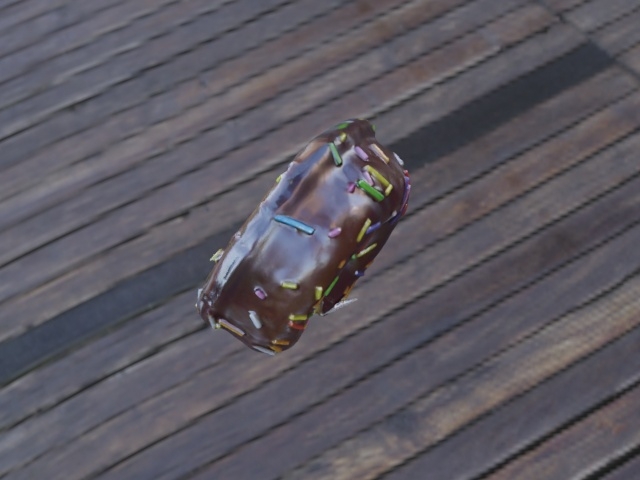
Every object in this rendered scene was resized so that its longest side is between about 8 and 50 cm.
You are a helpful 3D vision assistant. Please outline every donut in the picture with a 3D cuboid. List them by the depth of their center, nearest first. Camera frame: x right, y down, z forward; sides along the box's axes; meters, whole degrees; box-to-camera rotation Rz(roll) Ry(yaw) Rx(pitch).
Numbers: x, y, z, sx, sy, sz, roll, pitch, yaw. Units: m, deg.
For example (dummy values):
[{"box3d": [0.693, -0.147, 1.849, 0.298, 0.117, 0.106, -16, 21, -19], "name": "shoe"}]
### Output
[{"box3d": [-0.001, 0.000, 1.069, 0.096, 0.230, 0.216, 39, 99, 11], "name": "donut"}]
